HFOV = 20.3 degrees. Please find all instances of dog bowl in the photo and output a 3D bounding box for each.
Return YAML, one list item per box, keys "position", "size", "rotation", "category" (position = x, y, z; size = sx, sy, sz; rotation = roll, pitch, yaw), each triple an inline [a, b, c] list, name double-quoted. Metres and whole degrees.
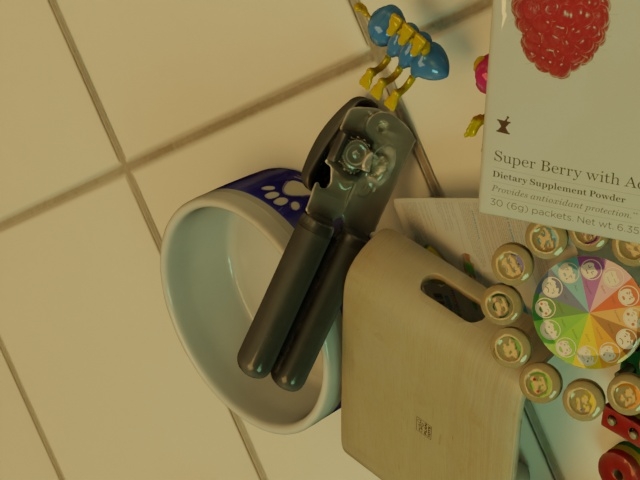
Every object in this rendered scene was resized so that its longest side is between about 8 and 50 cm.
- position: [-0.046, 0.062, 1.866]
  size: [0.265, 0.104, 0.265]
  rotation: [29, 132, 38]
  category: "dog bowl"

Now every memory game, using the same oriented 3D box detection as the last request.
- position: [0.223, 0.063, 1.494]
  size: [0.186, 0.012, 0.186]
  rotation: [5, 104, 21]
  category: "memory game"

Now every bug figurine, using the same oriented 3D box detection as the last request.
- position: [0.143, -0.200, 1.498]
  size: [0.216, 0.072, 0.279]
  rotation: [45, 136, 14]
  category: "bug figurine"

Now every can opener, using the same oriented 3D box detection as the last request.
- position: [0.000, 0.000, 1.705]
  size: [0.283, 0.076, 0.095]
  rotation: [-65, 22, 7]
  category: "can opener"

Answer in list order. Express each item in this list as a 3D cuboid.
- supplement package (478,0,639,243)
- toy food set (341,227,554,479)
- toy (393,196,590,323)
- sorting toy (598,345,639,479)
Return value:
- position: [0.225, -0.168, 1.284]
  size: [0.177, 0.175, 0.293]
  rotation: [12, 124, 17]
  category: "supplement package"
- position: [0.128, 0.154, 1.699]
  size: [0.219, 0.092, 0.306]
  rotation: [34, 141, 33]
  category: "toy food set"
- position: [0.170, 0.017, 1.611]
  size: [0.237, 0.056, 0.137]
  rotation: [0, 114, 54]
  category: "toy"
- position: [0.303, 0.134, 1.527]
  size: [0.132, 0.046, 0.274]
  rotation: [31, 133, 36]
  category: "sorting toy"
